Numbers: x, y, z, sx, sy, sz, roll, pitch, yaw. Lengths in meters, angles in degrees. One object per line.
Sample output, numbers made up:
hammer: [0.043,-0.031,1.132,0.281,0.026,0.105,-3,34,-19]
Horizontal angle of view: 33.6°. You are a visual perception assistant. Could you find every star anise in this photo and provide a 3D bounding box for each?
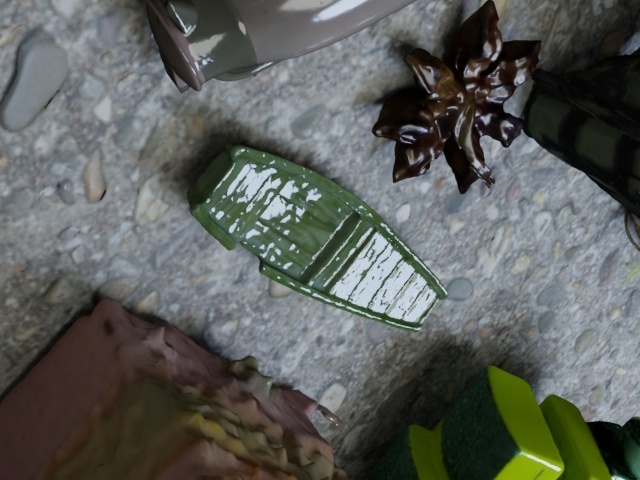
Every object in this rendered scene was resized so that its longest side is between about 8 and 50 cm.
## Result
star anise: [0.110,-0.113,0.848,0.167,0.057,0.168,-14,120,-25]

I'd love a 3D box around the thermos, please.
thermos: [-0.018,-0.161,0.691,0.193,0.105,0.137,-32,167,-7]

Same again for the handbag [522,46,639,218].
handbag: [0.388,-0.115,0.853,0.325,0.327,0.162,-38,136,-7]

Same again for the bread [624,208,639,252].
bread: [0.400,0.015,1.037,0.142,0.224,0.212,-45,159,5]

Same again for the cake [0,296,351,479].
cake: [-0.109,0.255,0.791,0.293,0.307,0.314,-43,137,4]

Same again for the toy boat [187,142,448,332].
toy boat: [0.000,0.000,0.852,0.093,0.055,0.293,-51,136,7]

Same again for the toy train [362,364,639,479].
toy train: [0.157,0.322,1.084,0.272,0.179,0.442,26,115,-20]
